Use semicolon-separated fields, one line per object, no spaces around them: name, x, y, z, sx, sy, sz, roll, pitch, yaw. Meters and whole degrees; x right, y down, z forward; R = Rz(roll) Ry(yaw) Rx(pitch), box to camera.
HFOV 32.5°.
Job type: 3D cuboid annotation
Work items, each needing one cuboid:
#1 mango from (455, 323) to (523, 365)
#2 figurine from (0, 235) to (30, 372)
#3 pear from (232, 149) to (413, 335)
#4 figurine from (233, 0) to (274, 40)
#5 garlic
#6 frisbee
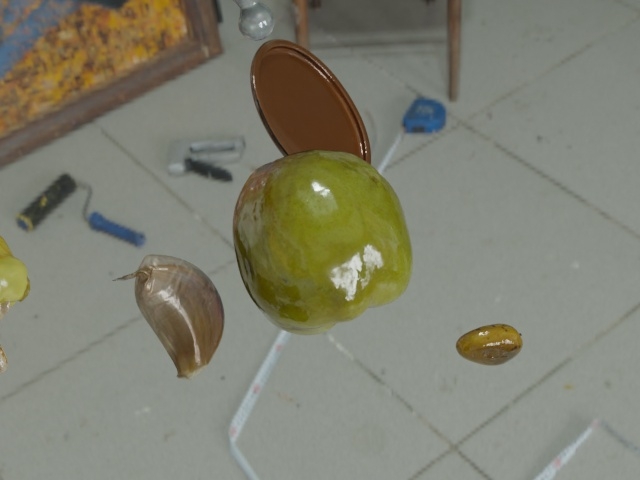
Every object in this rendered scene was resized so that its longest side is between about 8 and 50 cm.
mango;0.267;0.165;1.735;0.114;0.079;0.057;0;51;-21
figurine;-0.480;0.093;1.512;0.156;0.131;0.246;-5;78;4
pear;0.000;0.000;1.167;0.200;0.200;0.200;-3;44;3
figurine;-0.119;-0.228;0.567;0.274;0.133;0.193;24;28;-26
garlic;-0.203;0.085;1.484;0.091;0.198;0.128;-7;37;25
frisbee;-0.013;-0.178;1.577;0.021;0.251;0.250;-31;34;31
